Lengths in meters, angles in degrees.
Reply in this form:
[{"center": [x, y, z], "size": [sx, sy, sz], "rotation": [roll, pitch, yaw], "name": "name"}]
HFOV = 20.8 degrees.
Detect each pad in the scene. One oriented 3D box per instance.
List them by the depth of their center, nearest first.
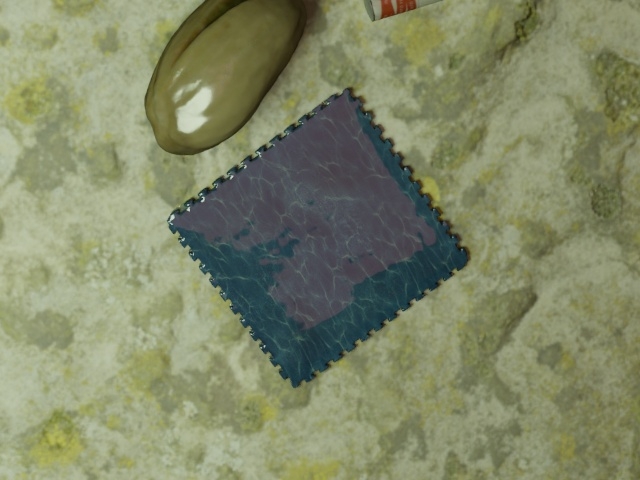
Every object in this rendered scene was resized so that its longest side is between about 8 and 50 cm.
[{"center": [0.000, 0.000, 2.024], "size": [0.269, 0.012, 0.270], "rotation": [-38, 107, 0], "name": "pad"}]

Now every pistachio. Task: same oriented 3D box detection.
[{"center": [-0.105, -0.191, 1.906], "size": [0.136, 0.136, 0.226], "rotation": [39, 86, -17], "name": "pistachio"}]

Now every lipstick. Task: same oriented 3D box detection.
[{"center": [0.114, -0.283, 1.962], "size": [0.130, 0.038, 0.038], "rotation": [-18, 106, -6], "name": "lipstick"}]
